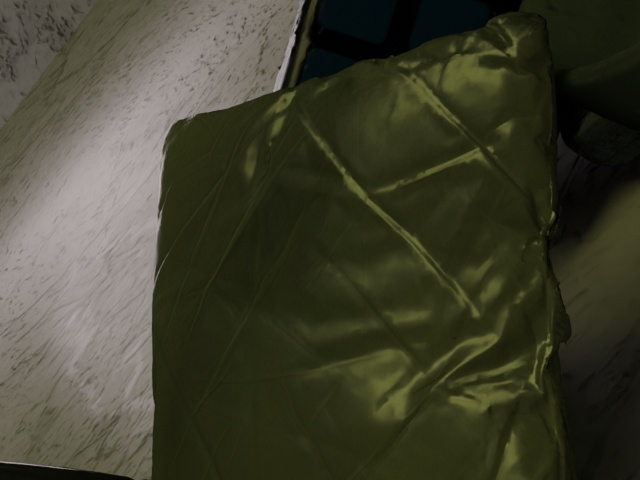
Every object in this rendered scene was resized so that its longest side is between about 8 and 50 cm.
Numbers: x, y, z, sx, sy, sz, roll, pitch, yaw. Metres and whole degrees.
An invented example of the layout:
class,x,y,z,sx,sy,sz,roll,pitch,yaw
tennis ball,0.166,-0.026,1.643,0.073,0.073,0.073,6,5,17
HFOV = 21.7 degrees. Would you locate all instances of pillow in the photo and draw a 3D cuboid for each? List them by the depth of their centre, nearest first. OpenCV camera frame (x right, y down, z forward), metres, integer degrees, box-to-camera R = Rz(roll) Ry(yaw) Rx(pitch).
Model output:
class,x,y,z,sx,sy,sz,roll,pitch,yaw
pillow,0.017,0.053,0.822,0.274,0.076,0.281,-12,76,44

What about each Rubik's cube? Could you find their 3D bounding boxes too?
class,x,y,z,sx,sy,sz,roll,pitch,yaw
Rubik's cube,0.063,-0.116,1.002,0.163,0.162,0.160,166,121,-86

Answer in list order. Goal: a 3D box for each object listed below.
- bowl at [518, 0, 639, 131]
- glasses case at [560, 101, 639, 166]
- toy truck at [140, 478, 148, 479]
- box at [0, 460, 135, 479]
class,x,y,z,sx,sy,sz,roll,pitch,yaw
bowl,0.242,-0.144,0.794,0.289,0.146,0.289,-45,19,20
glasses case,0.200,-0.147,1.023,0.109,0.067,0.282,-45,16,37
toy truck,-0.170,0.229,1.114,0.178,0.080,0.115,-24,26,51
box,-0.179,0.241,0.775,0.166,0.220,0.290,129,143,-55
